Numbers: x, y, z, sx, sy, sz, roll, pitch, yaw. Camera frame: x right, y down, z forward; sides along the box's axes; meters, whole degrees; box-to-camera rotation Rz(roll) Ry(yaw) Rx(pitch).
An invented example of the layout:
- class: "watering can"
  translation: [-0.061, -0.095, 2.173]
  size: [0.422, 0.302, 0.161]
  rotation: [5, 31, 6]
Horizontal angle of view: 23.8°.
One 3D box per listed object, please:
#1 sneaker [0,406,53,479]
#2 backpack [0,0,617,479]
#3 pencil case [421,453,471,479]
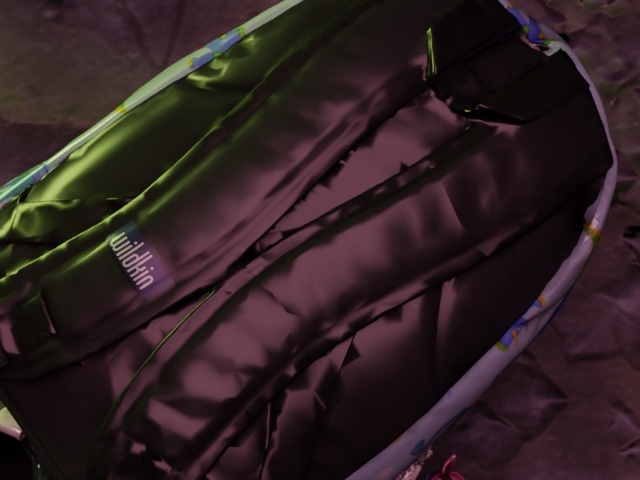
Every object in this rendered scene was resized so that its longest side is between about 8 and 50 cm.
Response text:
- class: "sneaker"
  translation: [-0.208, 0.196, 0.867]
  size: [0.094, 0.153, 0.235]
  rotation: [29, 79, 8]
- class: "backpack"
  translation: [0.000, 0.000, 0.877]
  size: [0.355, 0.273, 0.290]
  rotation: [-45, 77, 11]
- class: "pencil case"
  translation: [0.112, 0.231, 0.894]
  size: [0.098, 0.095, 0.209]
  rotation: [-40, 83, -24]
